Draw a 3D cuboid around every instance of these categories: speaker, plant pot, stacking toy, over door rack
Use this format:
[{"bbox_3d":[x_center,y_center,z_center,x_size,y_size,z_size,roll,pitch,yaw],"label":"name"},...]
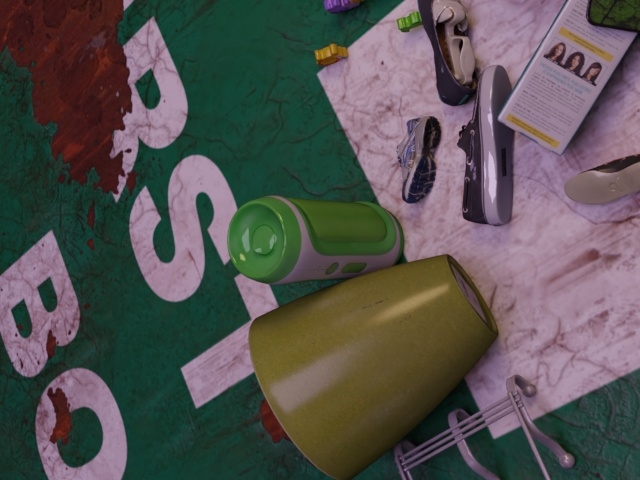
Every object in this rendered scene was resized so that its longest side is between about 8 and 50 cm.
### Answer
[{"bbox_3d":[0.000,0.000,1.399,0.131,0.296,0.131,0,89,36],"label":"speaker"},{"bbox_3d":[0.095,0.153,1.373,0.293,0.275,0.275,-33,70,15],"label":"plant pot"},{"bbox_3d":[0.070,-0.388,1.508,0.221,0.052,0.167,-15,83,33],"label":"stacking toy"},{"bbox_3d":[0.244,0.383,1.318,0.239,0.108,0.324,-38,48,29],"label":"over door rack"}]

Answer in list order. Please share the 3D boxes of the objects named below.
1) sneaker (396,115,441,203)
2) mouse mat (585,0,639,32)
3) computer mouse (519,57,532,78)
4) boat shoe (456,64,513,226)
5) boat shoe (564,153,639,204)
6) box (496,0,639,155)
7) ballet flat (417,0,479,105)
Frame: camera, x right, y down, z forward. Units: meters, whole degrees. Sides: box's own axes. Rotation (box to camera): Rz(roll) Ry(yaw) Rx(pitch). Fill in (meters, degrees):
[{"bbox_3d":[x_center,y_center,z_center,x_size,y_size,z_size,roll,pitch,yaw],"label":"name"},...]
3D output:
[{"bbox_3d":[0.143,-0.123,1.456,0.058,0.052,0.135,13,90,46],"label":"sneaker"},{"bbox_3d":[0.439,-0.331,1.199,0.190,0.007,0.152,10,97,3],"label":"mouse mat"},{"bbox_3d":[0.345,-0.267,1.311,0.071,0.041,0.242,35,104,5],"label":"computer mouse"},{"bbox_3d":[0.231,-0.134,1.373,0.076,0.080,0.228,1,98,35],"label":"boat shoe"},{"bbox_3d":[0.391,-0.082,1.273,0.133,0.042,0.049,-16,106,36],"label":"boat shoe"},{"bbox_3d":[0.337,-0.242,1.263,0.100,0.060,0.244,31,103,2],"label":"box"},{"bbox_3d":[0.193,-0.299,1.397,0.074,0.074,0.203,-12,87,36],"label":"ballet flat"}]
